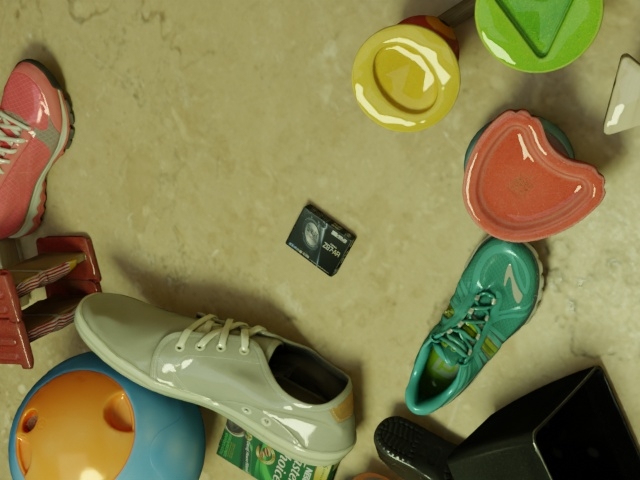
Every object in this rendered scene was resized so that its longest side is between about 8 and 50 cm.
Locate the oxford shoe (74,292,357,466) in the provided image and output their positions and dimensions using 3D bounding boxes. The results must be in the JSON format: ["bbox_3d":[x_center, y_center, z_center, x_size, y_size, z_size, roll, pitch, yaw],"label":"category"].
[{"bbox_3d":[-0.141,0.164,1.370,0.449,0.169,0.130,24,119,12],"label":"oxford shoe"}]

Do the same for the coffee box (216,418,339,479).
[{"bbox_3d":[-0.062,0.319,1.448,0.184,0.040,0.113,28,117,18],"label":"coffee box"}]

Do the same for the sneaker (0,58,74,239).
[{"bbox_3d":[-0.476,-0.123,1.471,0.116,0.136,0.313,29,118,16],"label":"sneaker"}]

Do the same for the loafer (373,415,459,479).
[{"bbox_3d":[0.171,0.318,1.312,0.220,0.080,0.078,33,152,14],"label":"loafer"}]

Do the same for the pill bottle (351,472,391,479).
[{"bbox_3d":[0.039,0.450,1.384,0.130,0.130,0.245,32,118,16],"label":"pill bottle"}]

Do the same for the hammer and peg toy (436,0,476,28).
[{"bbox_3d":[0.135,-0.401,1.052,0.266,0.127,0.361,-41,85,32],"label":"hammer and peg toy"}]

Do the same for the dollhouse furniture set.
[{"bbox_3d":[-0.553,0.092,1.545,0.374,0.201,0.152,-1,106,28],"label":"dollhouse furniture set"}]

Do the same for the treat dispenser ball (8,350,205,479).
[{"bbox_3d":[-0.317,0.306,1.436,0.288,0.288,0.288,9,110,26],"label":"treat dispenser ball"}]

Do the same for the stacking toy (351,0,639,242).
[{"bbox_3d":[0.225,-0.176,1.091,0.279,0.130,0.309,-38,101,24],"label":"stacking toy"}]

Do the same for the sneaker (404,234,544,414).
[{"bbox_3d":[0.189,0.113,1.203,0.107,0.110,0.275,32,118,16],"label":"sneaker"}]

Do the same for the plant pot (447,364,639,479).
[{"bbox_3d":[0.271,0.286,1.183,0.167,0.187,0.188,-19,97,44],"label":"plant pot"}]

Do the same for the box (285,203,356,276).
[{"bbox_3d":[0.000,0.000,1.322,0.083,0.018,0.067,37,120,14],"label":"box"}]
